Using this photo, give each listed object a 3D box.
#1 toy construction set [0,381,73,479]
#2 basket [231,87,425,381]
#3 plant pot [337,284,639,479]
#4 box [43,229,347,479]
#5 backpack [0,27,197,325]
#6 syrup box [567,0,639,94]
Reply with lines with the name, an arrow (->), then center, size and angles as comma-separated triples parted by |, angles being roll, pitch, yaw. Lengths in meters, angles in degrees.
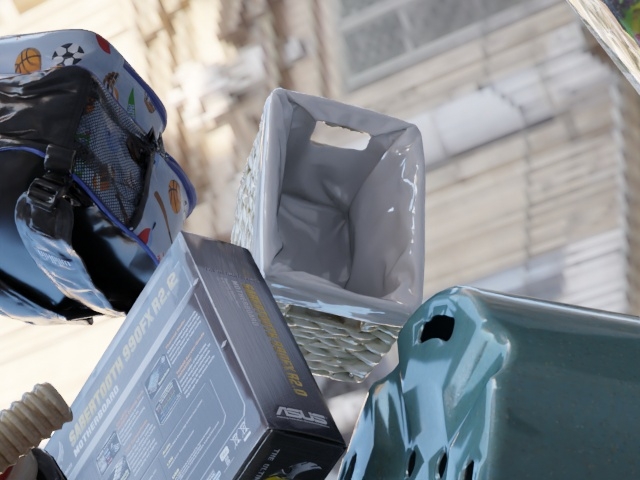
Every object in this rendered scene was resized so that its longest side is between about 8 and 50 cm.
toy construction set -> -0.144, 0.200, 0.712 | 0.237, 0.309, 0.257 | -37, -109, -15
basket -> 0.000, 0.000, 1.322 | 0.113, 0.103, 0.167 | 14, -131, -14
plant pot -> 0.195, 0.185, 1.107 | 0.334, 0.341, 0.341 | 16, -124, -15
box -> -0.092, 0.139, 1.177 | 0.056, 0.231, 0.183 | 18, -153, -33
backpack -> -0.239, -0.043, 1.692 | 0.263, 0.276, 0.213 | 56, -135, -43
syrup box -> 0.213, -0.117, 1.080 | 0.237, 0.096, 0.093 | 50, 178, -8
